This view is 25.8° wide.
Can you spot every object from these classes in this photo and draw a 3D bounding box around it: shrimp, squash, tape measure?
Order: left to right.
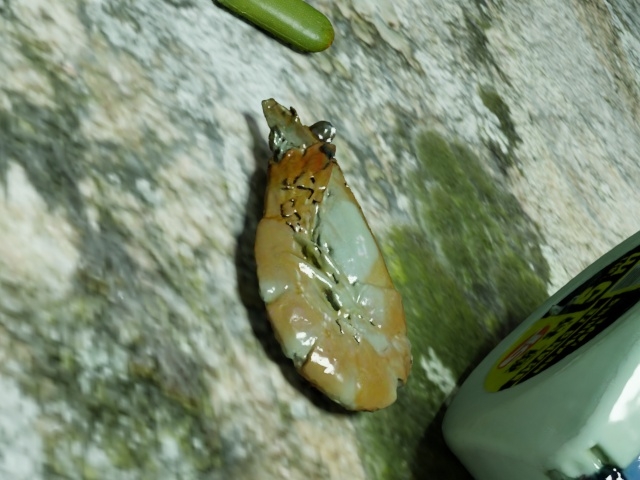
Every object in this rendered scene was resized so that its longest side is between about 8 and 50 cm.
[{"bbox_3d":[-0.024,-0.132,0.807,0.083,0.027,0.027,26,39,-42],"label":"squash"},{"bbox_3d":[0.000,0.000,0.684,0.091,0.043,0.184,22,42,-39],"label":"shrimp"},{"bbox_3d":[0.113,0.103,0.653,0.351,0.215,0.098,-38,91,-17],"label":"tape measure"}]
